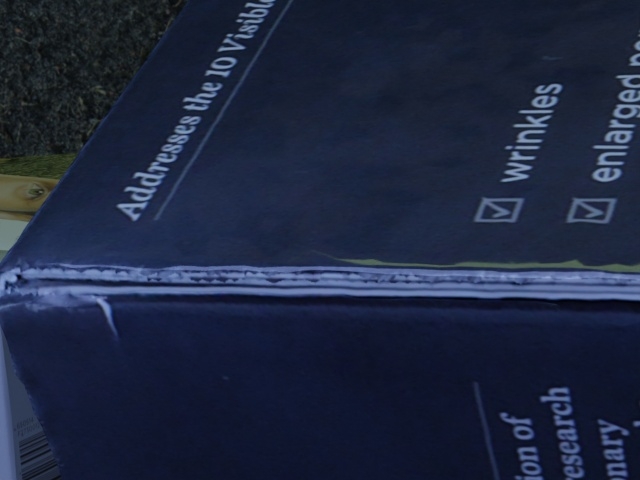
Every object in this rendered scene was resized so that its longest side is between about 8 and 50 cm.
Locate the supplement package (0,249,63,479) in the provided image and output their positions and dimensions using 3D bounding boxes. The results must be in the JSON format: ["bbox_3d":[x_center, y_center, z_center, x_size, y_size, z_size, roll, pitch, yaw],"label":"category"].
[{"bbox_3d":[-0.244,0.104,1.026,0.293,0.178,0.175,1,11,28],"label":"supplement package"}]

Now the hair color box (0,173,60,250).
[{"bbox_3d":[-0.355,0.012,1.392,0.338,0.110,0.185,7,20,-3],"label":"hair color box"}]

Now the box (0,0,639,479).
[{"bbox_3d":[0.202,-0.016,0.740,0.471,0.297,0.480,2,38,21],"label":"box"}]
